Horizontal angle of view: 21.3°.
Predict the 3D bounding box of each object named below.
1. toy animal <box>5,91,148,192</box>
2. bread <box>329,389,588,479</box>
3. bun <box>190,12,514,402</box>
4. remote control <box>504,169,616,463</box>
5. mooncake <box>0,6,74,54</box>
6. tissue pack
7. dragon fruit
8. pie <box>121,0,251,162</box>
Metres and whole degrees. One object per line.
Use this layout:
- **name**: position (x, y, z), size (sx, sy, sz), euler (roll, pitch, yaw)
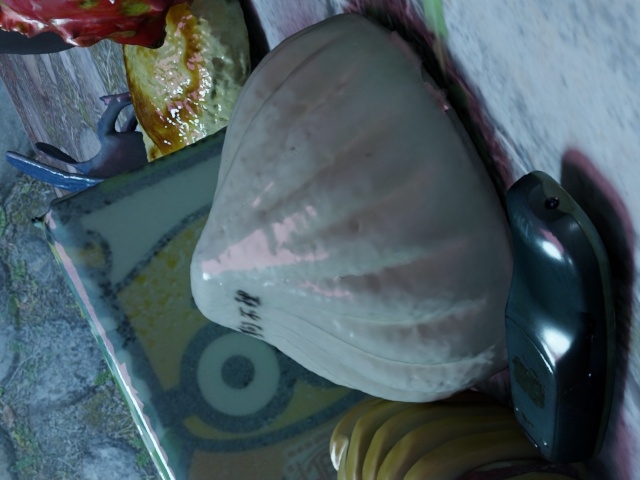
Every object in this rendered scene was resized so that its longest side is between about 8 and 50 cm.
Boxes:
- **toy animal**: position (-0.201, -0.069, 1.790), size (0.255, 0.239, 0.176), euler (-6, 80, 34)
- **bread**: position (0.092, 0.146, 1.097), size (0.225, 0.134, 0.081), euler (-161, 67, -70)
- **bun**: position (0.000, 0.000, 1.088), size (0.263, 0.175, 0.263), euler (59, 168, 22)
- **remote control**: position (0.131, 0.050, 0.944), size (0.072, 0.042, 0.222), euler (52, 162, 38)
- **mooncake**: position (-0.247, -0.272, 1.437), size (0.133, 0.245, 0.245), euler (55, 164, 43)
- **tissue pack**: position (-0.045, 0.072, 1.265), size (0.310, 0.228, 0.128), euler (65, 167, 0)
- **dragon fruit**: position (-0.173, -0.261, 1.234), size (0.268, 0.205, 0.210), euler (101, 179, -65)
- **pie**: position (-0.115, -0.138, 1.423), size (0.179, 0.084, 0.205), euler (-119, 27, -48)
